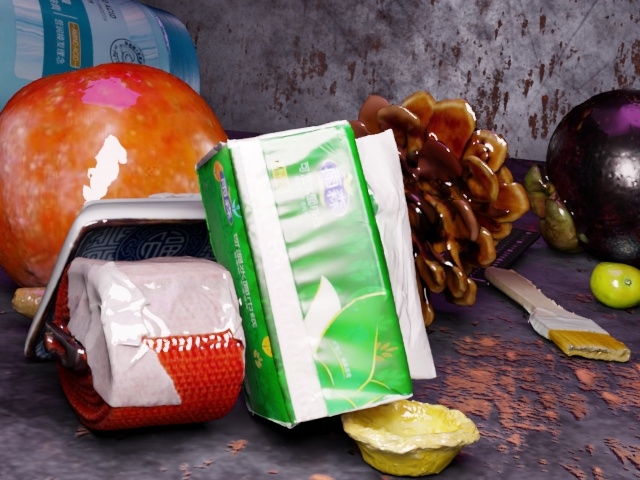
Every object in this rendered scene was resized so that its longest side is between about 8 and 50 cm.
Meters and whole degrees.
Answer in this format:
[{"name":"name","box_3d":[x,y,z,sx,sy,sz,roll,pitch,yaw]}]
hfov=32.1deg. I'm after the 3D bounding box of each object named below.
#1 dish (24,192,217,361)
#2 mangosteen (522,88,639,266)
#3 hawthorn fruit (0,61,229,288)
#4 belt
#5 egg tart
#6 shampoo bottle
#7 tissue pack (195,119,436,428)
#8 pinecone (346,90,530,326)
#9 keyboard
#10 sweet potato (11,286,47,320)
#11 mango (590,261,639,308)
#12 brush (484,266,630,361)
[{"name":"dish","box_3d":[-0.142,0.016,1.009,0.243,0.182,0.080,-3,50,-37]},{"name":"mangosteen","box_3d":[0.451,-0.086,1.675,0.288,0.287,0.288,5,11,-1]},{"name":"hawthorn fruit","box_3d":[-0.220,-0.055,1.197,0.285,0.284,0.284,5,11,-1]},{"name":"belt","box_3d":[-0.144,0.076,0.849,0.124,0.127,0.201,-1,4,-26]},{"name":"egg tart","box_3d":[0.064,0.146,0.818,0.105,0.039,0.105,5,11,-1]},{"name":"shampoo bottle","box_3d":[-0.413,-0.223,1.653,0.343,0.331,0.331,8,6,-42]},{"name":"tissue pack","box_3d":[0.006,0.021,0.857,0.156,0.208,0.148,-12,-1,-13]},{"name":"pinecone","box_3d":[0.086,-0.018,1.195,0.264,0.264,0.264,5,11,-1]},{"name":"keyboard","box_3d":[0.258,0.010,1.628,0.104,0.041,0.381,9,12,23]},{"name":"sweet potato","box_3d":[-0.179,0.064,1.107,0.078,0.058,0.255,-13,-8,42]},{"name":"mango","box_3d":[0.376,0.055,1.403,0.074,0.056,0.108,12,9,7]},{"name":"brush","box_3d":[0.257,0.079,1.297,0.086,0.020,0.336,6,12,-10]}]
